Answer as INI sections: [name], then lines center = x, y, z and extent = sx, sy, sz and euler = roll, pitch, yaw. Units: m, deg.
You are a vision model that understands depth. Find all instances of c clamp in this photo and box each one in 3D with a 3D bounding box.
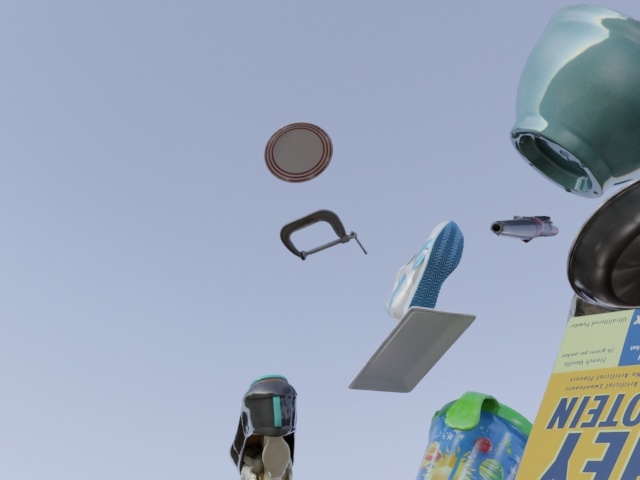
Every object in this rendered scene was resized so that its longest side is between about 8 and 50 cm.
[c clamp]
center = 0.000, 0.000, 1.637
extent = 0.160, 0.022, 0.137
euler = -16, -58, 18

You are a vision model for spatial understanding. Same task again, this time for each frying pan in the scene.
[frying pan]
center = 0.365, 0.059, 0.908
extent = 0.197, 0.053, 0.326
euler = -4, -52, -15

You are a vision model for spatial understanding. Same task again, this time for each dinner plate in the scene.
[dinner plate]
center = -0.044, -0.178, 1.565
extent = 0.141, 0.017, 0.141
euler = -6, -54, -8

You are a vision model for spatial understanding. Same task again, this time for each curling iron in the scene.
[curling iron]
center = 0.283, -0.015, 1.098
extent = 0.068, 0.274, 0.035
euler = 2, -86, 26

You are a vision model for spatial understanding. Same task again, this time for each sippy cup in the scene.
[sippy cup]
center = 0.274, 0.445, 1.421
extent = 0.240, 0.224, 0.305
euler = -35, -84, 40

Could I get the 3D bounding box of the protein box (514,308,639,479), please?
[protein box]
center = 0.218, 0.173, 0.429
extent = 0.136, 0.200, 0.201
euler = -16, -59, 45

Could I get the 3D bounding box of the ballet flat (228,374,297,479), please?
[ballet flat]
center = -0.077, 0.290, 1.068
extent = 0.095, 0.096, 0.280
euler = -7, -37, -9

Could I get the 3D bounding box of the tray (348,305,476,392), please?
[tray]
center = 0.167, 0.205, 1.476
extent = 0.145, 0.030, 0.270
euler = 10, -45, -23

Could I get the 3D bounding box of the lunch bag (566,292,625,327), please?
[lunch bag]
center = 0.685, 0.223, 1.790
extent = 0.235, 0.169, 0.287
euler = 9, -56, 17

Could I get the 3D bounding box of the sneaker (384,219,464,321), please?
[sneaker]
center = 0.202, 0.057, 1.534
extent = 0.087, 0.229, 0.092
euler = 39, -16, -31

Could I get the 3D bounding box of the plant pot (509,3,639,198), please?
[plant pot]
center = 0.422, -0.192, 1.218
extent = 0.293, 0.293, 0.196
euler = 40, -95, -21
